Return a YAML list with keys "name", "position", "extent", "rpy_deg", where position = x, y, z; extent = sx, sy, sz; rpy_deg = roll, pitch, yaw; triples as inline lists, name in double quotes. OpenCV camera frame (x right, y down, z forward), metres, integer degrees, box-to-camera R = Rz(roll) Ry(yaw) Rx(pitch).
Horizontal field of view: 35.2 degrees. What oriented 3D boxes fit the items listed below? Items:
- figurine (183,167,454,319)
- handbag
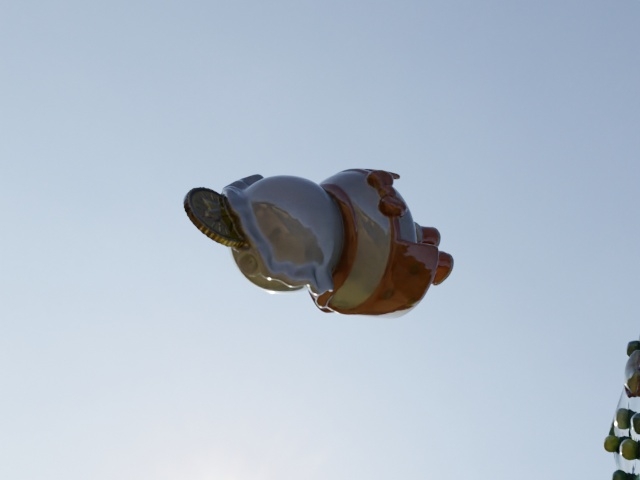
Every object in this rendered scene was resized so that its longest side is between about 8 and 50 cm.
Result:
- name: "figurine"
  position: [0.007, -0.006, 0.858]
  extent: [0.143, 0.143, 0.271]
  rpy_deg: [2, -16, 41]
- name: "handbag"
  position: [0.495, 0.291, 1.539]
  extent: [0.100, 0.269, 0.274]
  rpy_deg: [6, -63, 13]
